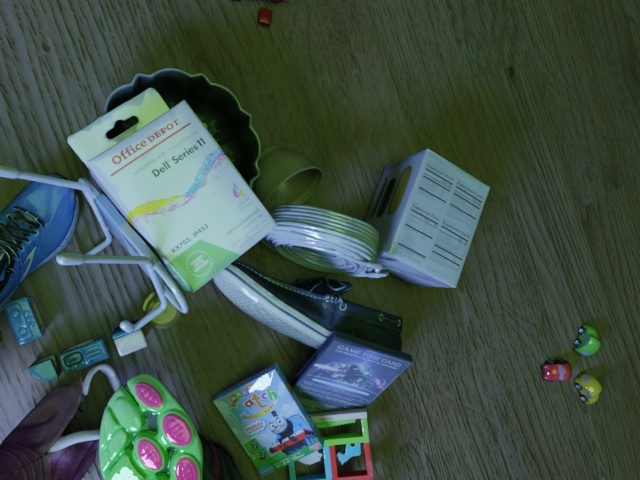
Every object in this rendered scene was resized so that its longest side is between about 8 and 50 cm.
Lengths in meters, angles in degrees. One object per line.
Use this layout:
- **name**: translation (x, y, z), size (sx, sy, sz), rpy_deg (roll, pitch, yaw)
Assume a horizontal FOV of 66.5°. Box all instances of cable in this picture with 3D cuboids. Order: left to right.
- **cable**: translation (0.000, 0.000, 1.062), size (0.257, 0.257, 0.089), rpy_deg (28, 71, -35)

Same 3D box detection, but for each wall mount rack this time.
- **wall mount rack**: translation (-0.381, 0.007, 0.833), size (0.130, 0.304, 0.350), rpy_deg (-38, 67, -24)

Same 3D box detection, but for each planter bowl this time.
- **planter bowl**: translation (-0.091, -0.145, 1.099), size (0.162, 0.162, 0.109), rpy_deg (-31, 72, -21)

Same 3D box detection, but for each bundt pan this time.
- **bundt pan**: translation (-0.296, -0.178, 1.022), size (0.330, 0.124, 0.331), rpy_deg (1, 87, -22)

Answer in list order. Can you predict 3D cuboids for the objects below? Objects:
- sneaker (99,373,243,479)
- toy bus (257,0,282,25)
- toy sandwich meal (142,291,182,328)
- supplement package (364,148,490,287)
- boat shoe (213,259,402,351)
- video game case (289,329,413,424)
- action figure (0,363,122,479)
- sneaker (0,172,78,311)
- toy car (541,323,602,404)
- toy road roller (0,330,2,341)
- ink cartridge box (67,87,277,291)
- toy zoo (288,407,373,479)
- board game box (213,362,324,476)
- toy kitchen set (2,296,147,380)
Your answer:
- **sneaker**: translation (-0.267, 0.466, 0.951), size (0.185, 0.202, 0.483), rpy_deg (-27, 106, -12)
- **toy bus**: translation (-0.144, -0.620, 1.120), size (0.191, 0.104, 0.202), rpy_deg (38, 73, -16)
- **toy sandwich meal**: translation (-0.336, 0.148, 1.039), size (0.085, 0.029, 0.086), rpy_deg (1, 87, -27)
- **supplement package**: translation (0.239, -0.044, 1.193), size (0.198, 0.199, 0.263), rpy_deg (26, 77, -18)
- **boat shoe**: translation (-0.008, 0.152, 1.097), size (0.500, 0.186, 0.156), rpy_deg (29, 71, -24)
- **video game case**: translation (0.048, 0.316, 1.088), size (0.196, 0.026, 0.274), rpy_deg (21, 124, -20)
- **action figure**: translation (-0.481, 0.385, 0.778), size (0.275, 0.370, 0.248), rpy_deg (-31, 85, -1)
- **sneaker**: translation (-0.562, 0.018, 0.888), size (0.129, 0.147, 0.330), rpy_deg (34, 74, -17)
- **toy car**: translation (0.794, 0.361, 1.479), size (0.239, 0.053, 0.225), rpy_deg (31, 76, -18)
- **toy road roller**: translation (-0.641, 0.199, 0.761), size (0.202, 0.329, 0.241), rpy_deg (47, 60, -14)
- **ink cartridge box**: translation (-0.272, -0.104, 0.896), size (0.207, 0.119, 0.353), rpy_deg (-40, 102, -18)
- **toy zoo**: translation (0.025, 0.543, 1.123), size (0.192, 0.030, 0.293), rpy_deg (-6, 90, 1)
- **board game box**: translation (-0.112, 0.395, 1.074), size (0.160, 0.039, 0.212), rpy_deg (-29, 98, 8)
- **toy kitchen set**: translation (-0.463, 0.160, 0.933), size (0.207, 0.122, 0.166), rpy_deg (-21, 95, -22)
